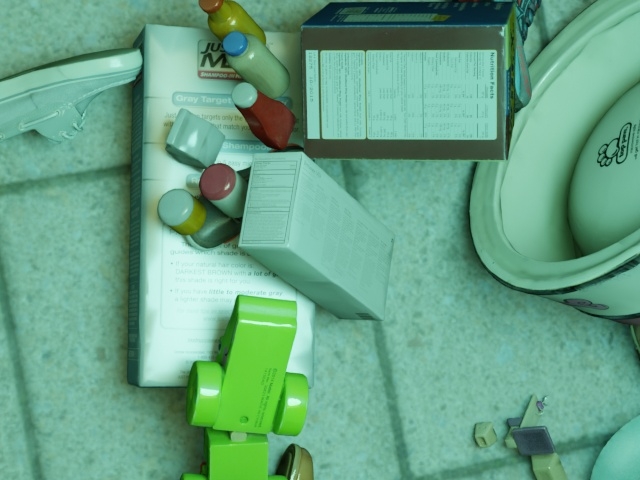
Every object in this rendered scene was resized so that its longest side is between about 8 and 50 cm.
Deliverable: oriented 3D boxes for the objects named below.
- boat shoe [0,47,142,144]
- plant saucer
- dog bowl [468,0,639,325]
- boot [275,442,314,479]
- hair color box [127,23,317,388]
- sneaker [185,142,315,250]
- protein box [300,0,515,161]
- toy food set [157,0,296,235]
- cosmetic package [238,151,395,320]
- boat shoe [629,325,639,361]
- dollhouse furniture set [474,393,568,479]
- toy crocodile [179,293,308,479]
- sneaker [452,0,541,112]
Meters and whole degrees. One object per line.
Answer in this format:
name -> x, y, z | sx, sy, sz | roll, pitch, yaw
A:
boat shoe -> -0.282, -0.140, 1.754 | 0.227, 0.079, 0.081 | -15, 102, 14
plant saucer -> 0.397, 0.273, 1.877 | 0.195, 0.037, 0.195 | -4, 113, -10
dog bowl -> 0.351, -0.089, 1.764 | 0.150, 0.408, 0.408 | 34, 80, -28
boot -> 0.023, 0.315, 1.819 | 0.152, 0.073, 0.197 | 2, 98, -11
hair color box -> -0.105, -0.032, 1.790 | 0.185, 0.113, 0.375 | 2, 87, -13
sneaker -> -0.071, -0.050, 1.706 | 0.158, 0.065, 0.061 | -40, 97, -13
protein box -> 0.095, -0.166, 1.719 | 0.201, 0.200, 0.136 | 1, 105, 8
toy food set -> -0.100, -0.123, 1.661 | 0.111, 0.104, 0.232 | 16, 77, 28
cosmetic package -> 0.000, 0.000, 1.693 | 0.060, 0.239, 0.099 | 2, 71, 26
boat shoe -> 0.414, 0.154, 1.902 | 0.095, 0.095, 0.257 | -25, 116, 1
dollhouse furniture set -> 0.240, 0.233, 1.902 | 0.114, 0.091, 0.081 | 65, 34, -24
toy crocodile -> -0.085, 0.201, 1.711 | 0.115, 0.105, 0.341 | 3, 118, -13
sneaker -> 0.212, -0.271, 1.873 | 0.125, 0.104, 0.262 | -7, 82, -24
